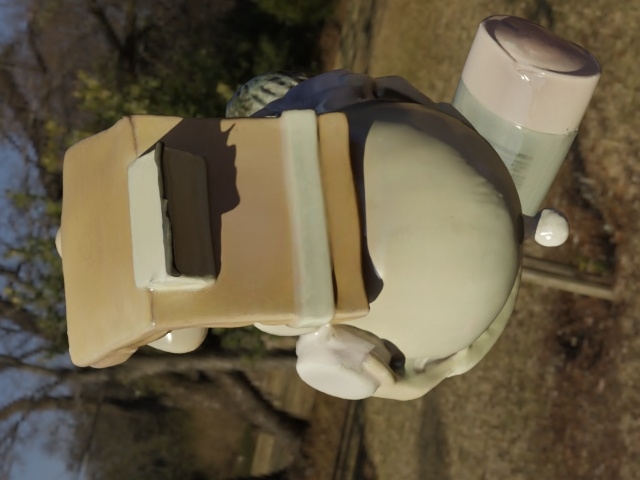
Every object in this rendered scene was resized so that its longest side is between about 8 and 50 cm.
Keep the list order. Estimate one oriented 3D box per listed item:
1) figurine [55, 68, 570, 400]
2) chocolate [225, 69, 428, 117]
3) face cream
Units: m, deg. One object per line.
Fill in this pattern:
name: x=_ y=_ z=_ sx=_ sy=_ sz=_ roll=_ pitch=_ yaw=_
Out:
figurine: x=0.002 y=-0.001 z=0.580 sx=0.141 sy=0.236 sz=0.162 roll=-31 pitch=66 yaw=61
chocolate: x=0.017 y=-0.127 z=1.330 sx=0.110 sy=0.248 sz=0.110 roll=4 pitch=-90 yaw=-79
face cream: x=0.149 y=-0.062 z=1.056 sx=0.073 sy=0.107 sz=0.269 roll=-52 pitch=-16 yaw=-44
